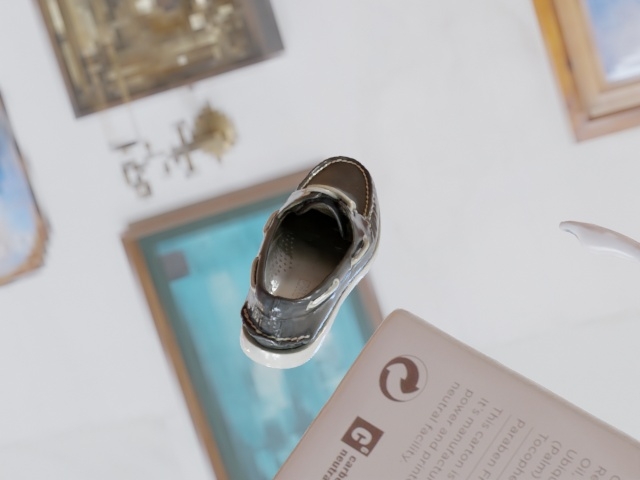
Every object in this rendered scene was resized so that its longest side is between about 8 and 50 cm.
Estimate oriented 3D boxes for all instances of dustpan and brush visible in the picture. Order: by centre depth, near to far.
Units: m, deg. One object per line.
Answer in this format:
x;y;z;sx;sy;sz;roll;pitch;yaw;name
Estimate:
0.273;0.033;1.410;0.211;0.060;0.147;13;165;16;dustpan and brush

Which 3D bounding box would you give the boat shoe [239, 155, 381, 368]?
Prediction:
0.000;0.000;1.932;0.114;0.091;0.302;13;-138;4;boat shoe

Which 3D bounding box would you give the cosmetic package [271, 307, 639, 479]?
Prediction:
0.199;0.235;0.971;0.453;0.230;0.161;28;-103;32;cosmetic package
